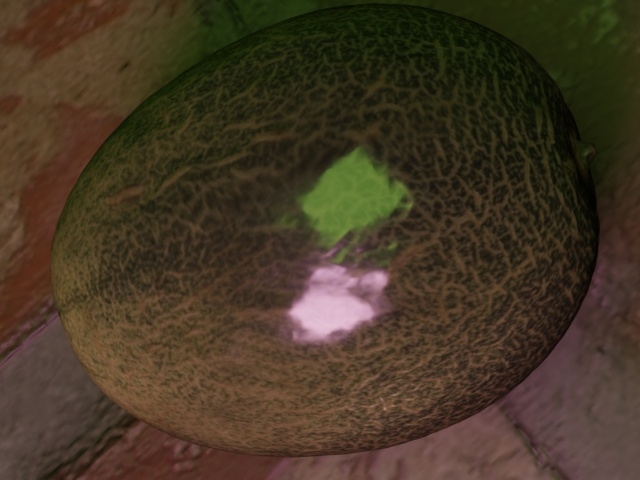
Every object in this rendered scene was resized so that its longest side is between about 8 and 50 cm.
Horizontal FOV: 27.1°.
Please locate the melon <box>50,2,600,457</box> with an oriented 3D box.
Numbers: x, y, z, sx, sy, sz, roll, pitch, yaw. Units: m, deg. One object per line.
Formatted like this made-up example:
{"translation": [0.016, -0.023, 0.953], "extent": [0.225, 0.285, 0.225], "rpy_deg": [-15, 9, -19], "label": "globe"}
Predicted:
{"translation": [0.000, 0.000, 0.765], "extent": [0.329, 0.249, 0.248], "rpy_deg": [-18, 80, 23], "label": "melon"}
